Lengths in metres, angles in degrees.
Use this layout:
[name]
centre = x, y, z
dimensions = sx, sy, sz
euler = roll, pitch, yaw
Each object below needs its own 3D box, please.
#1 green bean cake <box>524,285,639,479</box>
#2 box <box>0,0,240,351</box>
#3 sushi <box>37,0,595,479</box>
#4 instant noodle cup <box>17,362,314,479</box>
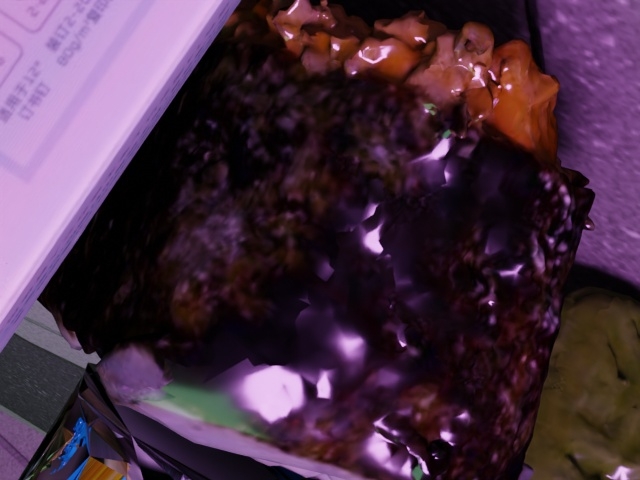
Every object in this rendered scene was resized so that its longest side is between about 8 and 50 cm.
[green bean cake]
centre = 0.160, 0.170, 0.760
dimensions = 0.222, 0.248, 0.125
euler = 32, 154, -1
[box]
centre = -0.087, -0.099, 0.485
dimensions = 0.135, 0.269, 0.079
euler = 34, 176, -3
[sushi]
centre = 0.000, 0.000, 0.708
dimensions = 0.234, 0.207, 0.348
euler = 22, 179, -27
[instant noodle cup]
centre = -0.068, 0.179, 0.694
dimensions = 0.240, 0.178, 0.240
euler = 27, -177, -2
